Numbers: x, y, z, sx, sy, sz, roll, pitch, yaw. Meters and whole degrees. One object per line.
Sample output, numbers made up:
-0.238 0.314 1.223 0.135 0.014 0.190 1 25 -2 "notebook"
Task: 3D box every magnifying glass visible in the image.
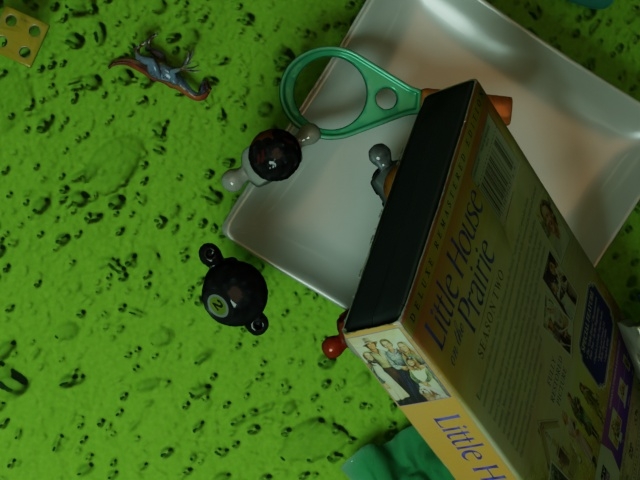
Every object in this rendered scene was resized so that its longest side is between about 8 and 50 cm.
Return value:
0.074 -0.139 1.308 0.230 0.026 0.092 5 90 -6 "magnifying glass"

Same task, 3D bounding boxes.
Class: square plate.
0.133 -0.060 1.351 0.347 0.049 0.344 33 88 -5 "square plate"

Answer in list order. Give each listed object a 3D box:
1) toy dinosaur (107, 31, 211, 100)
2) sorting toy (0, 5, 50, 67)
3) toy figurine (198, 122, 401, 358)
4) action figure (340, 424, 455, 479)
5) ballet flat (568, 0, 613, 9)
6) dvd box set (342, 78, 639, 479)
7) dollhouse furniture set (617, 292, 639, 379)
-0.152 -0.169 1.339 0.090 0.047 0.082 -27 104 29 "toy dinosaur"
-0.317 -0.306 1.306 0.132 0.046 0.275 1 91 -5 "sorting toy"
0.000 0.000 1.242 0.213 0.148 0.210 17 90 -4 "toy figurine"
0.130 0.283 1.287 0.137 0.063 0.232 -29 51 -2 "action figure"
0.201 -0.301 1.349 0.230 0.077 0.077 15 68 -8 "ballet flat"
0.185 0.109 1.179 0.062 0.308 0.420 -16 126 33 "dvd box set"
0.364 0.113 1.307 0.129 0.183 0.129 -21 93 -4 "dollhouse furniture set"
